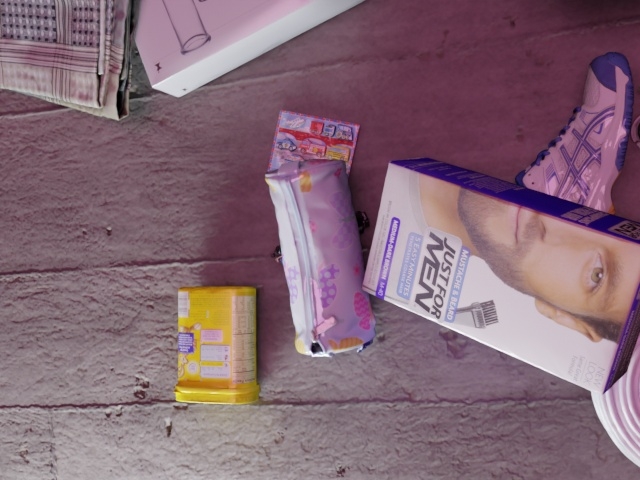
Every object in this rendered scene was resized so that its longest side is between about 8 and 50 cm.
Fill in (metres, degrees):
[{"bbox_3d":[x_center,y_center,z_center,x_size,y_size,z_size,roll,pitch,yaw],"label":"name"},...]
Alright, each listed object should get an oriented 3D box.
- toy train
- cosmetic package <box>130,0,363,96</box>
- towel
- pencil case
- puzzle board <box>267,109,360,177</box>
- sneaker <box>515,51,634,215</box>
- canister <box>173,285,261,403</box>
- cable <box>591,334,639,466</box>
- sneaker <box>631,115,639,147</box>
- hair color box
[{"bbox_3d":[0.000,0.000,1.139,0.158,0.027,0.036,-23,94,15],"label":"toy train"},{"bbox_3d":[-0.124,-0.426,1.148,0.377,0.097,0.284,-24,85,16],"label":"cosmetic package"},{"bbox_3d":[-0.407,-0.364,1.196,0.324,0.056,0.312,17,105,31],"label":"towel"},{"bbox_3d":[-0.002,0.022,1.065,0.114,0.124,0.273,-3,100,39],"label":"pencil case"},{"bbox_3d":[-0.012,-0.137,1.151,0.128,0.011,0.096,13,93,18],"label":"puzzle board"},{"bbox_3d":[0.321,-0.099,0.995,0.131,0.112,0.296,10,92,18],"label":"sneaker"},{"bbox_3d":[-0.155,0.154,1.161,0.126,0.073,0.169,-1,88,17],"label":"canister"},{"bbox_3d":[0.472,0.184,0.954,0.257,0.089,0.257,-26,82,15],"label":"cable"},{"bbox_3d":[0.468,-0.107,0.966,0.166,0.076,0.065,32,99,15],"label":"sneaker"},{"bbox_3d":[0.229,0.029,0.962,0.339,0.110,0.185,21,111,31],"label":"hair color box"}]
